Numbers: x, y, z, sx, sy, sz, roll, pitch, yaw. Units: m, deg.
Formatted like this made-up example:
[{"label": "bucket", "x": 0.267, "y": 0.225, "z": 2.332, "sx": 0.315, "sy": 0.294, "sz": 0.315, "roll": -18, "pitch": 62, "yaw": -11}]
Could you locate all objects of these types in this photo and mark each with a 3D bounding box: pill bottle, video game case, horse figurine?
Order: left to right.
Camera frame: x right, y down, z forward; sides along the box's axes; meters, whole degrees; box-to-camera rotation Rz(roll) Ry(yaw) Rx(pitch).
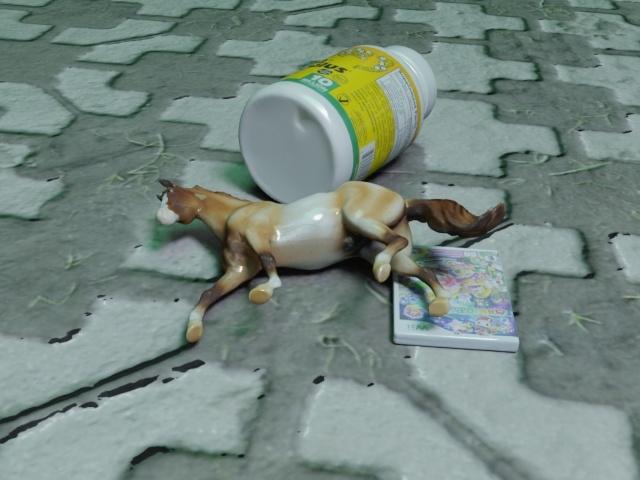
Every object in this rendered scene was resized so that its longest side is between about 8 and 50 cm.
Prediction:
[{"label": "horse figurine", "x": 0.000, "y": 0.000, "z": 0.607, "sx": 0.263, "sy": 0.066, "sz": 0.174, "roll": -8, "pitch": 29, "yaw": 0}, {"label": "pill bottle", "x": 0.027, "y": -0.120, "z": 0.767, "sx": 0.117, "sy": 0.118, "sz": 0.208, "roll": 20, "pitch": 36, "yaw": 28}, {"label": "video game case", "x": 0.098, "y": 0.040, "z": 0.607, "sx": 0.087, "sy": 0.011, "sz": 0.122, "roll": 4, "pitch": 31, "yaw": 2}]
